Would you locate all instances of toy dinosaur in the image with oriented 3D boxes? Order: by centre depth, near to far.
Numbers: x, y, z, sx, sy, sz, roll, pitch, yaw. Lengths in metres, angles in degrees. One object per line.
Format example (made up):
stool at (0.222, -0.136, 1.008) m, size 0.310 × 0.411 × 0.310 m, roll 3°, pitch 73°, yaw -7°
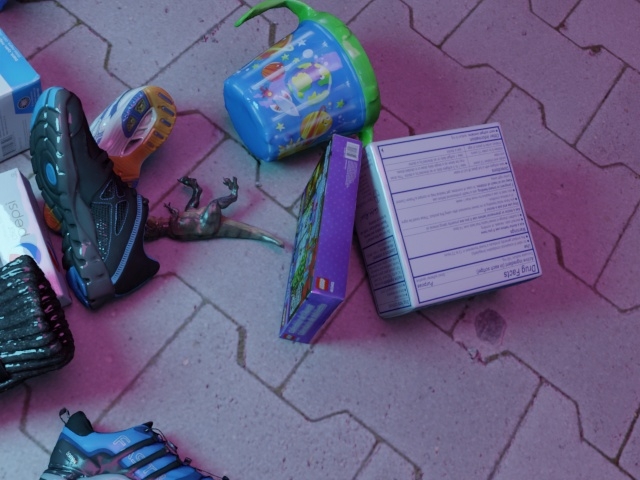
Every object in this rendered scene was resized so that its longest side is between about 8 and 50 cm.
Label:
toy dinosaur at (-0.194, -0.051, 1.319) m, size 0.268 × 0.064 × 0.118 m, roll 5°, pitch 77°, yaw -15°

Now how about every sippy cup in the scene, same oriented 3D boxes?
sippy cup at (-0.046, -0.262, 1.392) m, size 0.224 × 0.240 × 0.305 m, roll -32°, pitch 66°, yaw -17°

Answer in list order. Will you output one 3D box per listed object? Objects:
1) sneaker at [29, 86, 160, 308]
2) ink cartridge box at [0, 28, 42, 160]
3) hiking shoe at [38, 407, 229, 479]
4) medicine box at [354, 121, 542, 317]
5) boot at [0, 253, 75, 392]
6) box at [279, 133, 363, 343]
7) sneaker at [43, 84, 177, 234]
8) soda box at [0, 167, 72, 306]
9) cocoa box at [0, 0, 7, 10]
sneaker at (-0.348, -0.072, 1.182) m, size 0.139 × 0.125 × 0.341 m, roll -22°, pitch 115°, yaw -33°
ink cartridge box at (-0.588, -0.216, 1.218) m, size 0.232 × 0.171 × 0.168 m, roll -34°, pitch 76°, yaw -29°
hiking shoe at (-0.231, 0.321, 1.079) m, size 0.304 × 0.113 × 0.132 m, roll 14°, pitch 61°, yaw -10°
medicine box at (0.208, -0.036, 1.345) m, size 0.263 × 0.149 × 0.289 m, roll -12°, pitch 84°, yaw -22°
boot at (-0.520, 0.074, 1.056) m, size 0.260 × 0.131 × 0.348 m, roll -31°, pitch 89°, yaw -1°
box at (0.000, 0.000, 1.269) m, size 0.057 × 0.201 × 0.293 m, roll 14°, pitch 60°, yaw -10°
sneaker at (-0.362, -0.135, 1.298) m, size 0.296 × 0.131 × 0.112 m, roll -53°, pitch 126°, yaw -14°
soda box at (-0.454, 0.005, 1.176) m, size 0.069 × 0.074 × 0.216 m, roll -22°, pitch 80°, yaw -11°
cocoa box at (-0.631, -0.637, 1.361) m, size 0.231 × 0.228 × 0.347 m, roll 15°, pitch 57°, yaw -37°
